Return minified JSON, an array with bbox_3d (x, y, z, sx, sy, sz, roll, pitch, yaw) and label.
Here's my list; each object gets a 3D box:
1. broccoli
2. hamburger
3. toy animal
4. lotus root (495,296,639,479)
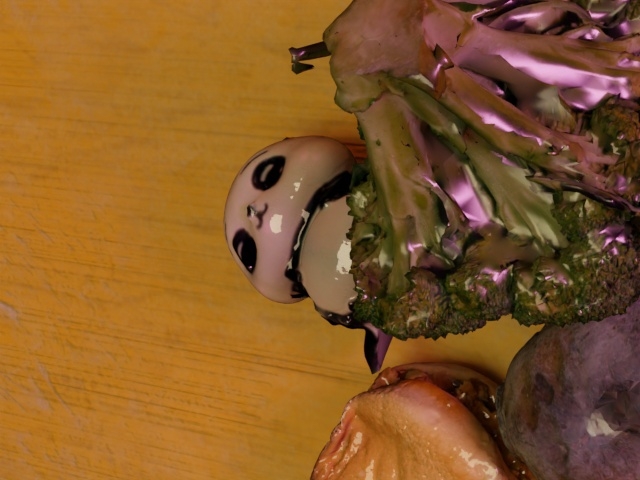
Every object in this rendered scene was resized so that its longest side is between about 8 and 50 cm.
[{"bbox_3d":[0.114,-0.085,1.170,0.304,0.283,0.321,-32,49,25],"label":"broccoli"},{"bbox_3d":[0.094,0.205,1.375,0.214,0.108,0.213,10,107,34],"label":"hamburger"},{"bbox_3d":[0.000,0.000,1.367,0.179,0.138,0.166,28,101,21],"label":"toy animal"},{"bbox_3d":[0.270,0.094,1.186,0.349,0.175,0.175,-34,82,37],"label":"lotus root"}]
